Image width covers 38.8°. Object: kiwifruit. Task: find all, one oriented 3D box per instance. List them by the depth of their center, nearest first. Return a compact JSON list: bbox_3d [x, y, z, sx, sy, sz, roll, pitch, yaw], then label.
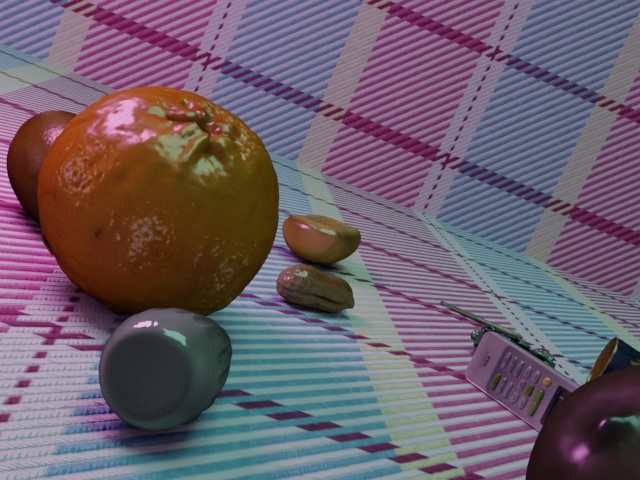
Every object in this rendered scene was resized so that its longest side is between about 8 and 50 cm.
[{"bbox_3d":[-0.410,-0.113,1.479,0.196,0.196,0.234,15,10,-38],"label":"kiwifruit"}]

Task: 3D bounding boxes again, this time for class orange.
[{"bbox_3d":[-0.216,-0.061,1.262,0.341,0.293,0.340,25,33,-17],"label":"orange"}]

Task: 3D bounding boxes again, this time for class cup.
[{"bbox_3d":[0.638,0.303,1.857,0.155,0.131,0.176,28,41,8],"label":"cup"}]

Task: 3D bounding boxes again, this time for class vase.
[{"bbox_3d":[-0.156,0.134,1.011,0.128,0.128,0.248,24,2,7],"label":"vase"}]

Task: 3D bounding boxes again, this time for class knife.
[{"bbox_3d":[0.376,0.185,2.122,0.207,0.014,0.030,24,13,6],"label":"knife"}]

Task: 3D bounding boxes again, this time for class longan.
[{"bbox_3d":[0.382,0.278,1.032,0.297,0.297,0.297,22,11,-5],"label":"longan"}]

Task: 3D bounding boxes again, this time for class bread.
[{"bbox_3d":[0.000,0.000,2.012,0.147,0.098,0.217,26,9,21],"label":"bread"}]

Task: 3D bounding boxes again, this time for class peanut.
[{"bbox_3d":[-0.008,0.088,1.651,0.174,0.080,0.080,19,11,-37],"label":"peanut"}]

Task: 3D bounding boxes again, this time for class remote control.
[{"bbox_3d":[0.357,0.252,1.534,0.034,0.103,0.250,15,14,-46],"label":"remote control"}]

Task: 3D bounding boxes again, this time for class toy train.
[{"bbox_3d":[0.384,0.227,1.804,0.178,0.071,0.104,27,1,28],"label":"toy train"}]
